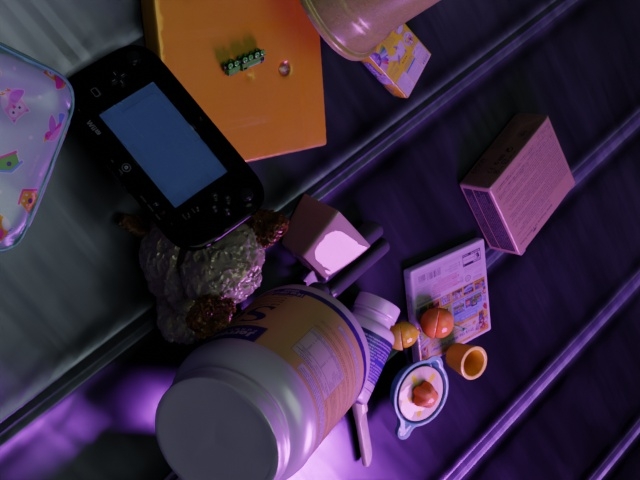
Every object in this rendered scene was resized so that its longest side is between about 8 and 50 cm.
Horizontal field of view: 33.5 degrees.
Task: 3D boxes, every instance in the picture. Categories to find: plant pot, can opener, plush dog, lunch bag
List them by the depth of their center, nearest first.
[{"bbox_3d":[-0.464,-0.126,1.392,0.224,0.108,0.279,27,80,-42],"label":"lunch bag"},{"bbox_3d":[-0.171,0.024,1.610,0.211,0.225,0.262,41,71,-40],"label":"plush dog"},{"bbox_3d":[0.120,-0.461,1.698,0.276,0.254,0.276,37,44,-46],"label":"plant pot"},{"bbox_3d":[0.000,0.000,1.853,0.096,0.109,0.109,-51,129,-9],"label":"plant pot"},{"bbox_3d":[0.030,0.072,1.894,0.283,0.095,0.076,-40,123,-26],"label":"can opener"}]

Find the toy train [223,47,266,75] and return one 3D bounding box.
[{"bbox_3d":[-0.119,-0.281,1.680,0.083,0.017,0.023,-29,126,-34],"label":"toy train"}]

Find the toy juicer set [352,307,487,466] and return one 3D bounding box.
[{"bbox_3d":[0.173,0.267,2.048,0.329,0.089,0.209,-41,120,-20],"label":"toy juicer set"}]

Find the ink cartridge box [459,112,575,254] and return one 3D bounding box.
[{"bbox_3d":[0.413,-0.119,2.216,0.234,0.088,0.193,-49,128,-26],"label":"ink cartridge box"}]

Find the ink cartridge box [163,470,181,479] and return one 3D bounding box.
[{"bbox_3d":[-0.200,0.470,1.691,0.273,0.197,0.114,-45,124,-28],"label":"ink cartridge box"}]

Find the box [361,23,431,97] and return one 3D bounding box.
[{"bbox_3d":[0.119,-0.351,1.932,0.179,0.043,0.105,42,70,-41],"label":"box"}]

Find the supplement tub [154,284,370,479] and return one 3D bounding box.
[{"bbox_3d":[-0.085,0.232,1.657,0.331,0.241,0.240,-39,126,-59],"label":"supplement tub"}]

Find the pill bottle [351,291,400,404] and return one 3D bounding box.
[{"bbox_3d":[0.071,0.194,1.945,0.112,0.112,0.186,37,74,-41],"label":"pill bottle"}]

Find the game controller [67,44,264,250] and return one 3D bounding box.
[{"bbox_3d":[-0.228,-0.134,1.536,0.166,0.067,0.319,-36,83,-34],"label":"game controller"}]

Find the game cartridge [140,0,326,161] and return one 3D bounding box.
[{"bbox_3d":[-0.132,-0.268,1.717,0.324,0.053,0.285,-15,108,-38],"label":"game cartridge"}]

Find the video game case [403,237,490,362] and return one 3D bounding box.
[{"bbox_3d":[0.261,0.123,2.167,0.227,0.026,0.206,-22,112,-39],"label":"video game case"}]
